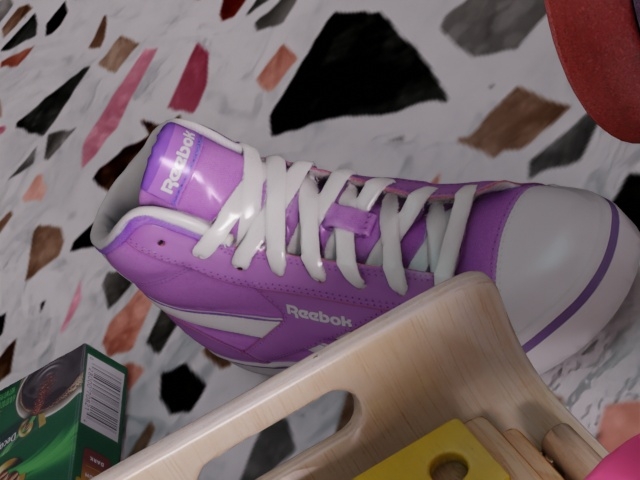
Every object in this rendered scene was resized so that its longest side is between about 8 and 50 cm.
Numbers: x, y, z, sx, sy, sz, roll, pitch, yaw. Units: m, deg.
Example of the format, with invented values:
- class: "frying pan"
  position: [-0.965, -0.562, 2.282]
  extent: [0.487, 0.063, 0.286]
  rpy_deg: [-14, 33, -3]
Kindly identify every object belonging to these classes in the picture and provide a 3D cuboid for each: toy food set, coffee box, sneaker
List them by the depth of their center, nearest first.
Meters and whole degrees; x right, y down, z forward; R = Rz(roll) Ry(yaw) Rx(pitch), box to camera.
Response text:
- class: "toy food set"
  position: [0.049, 0.146, 0.476]
  extent: [0.220, 0.092, 0.306]
  rpy_deg: [-29, 45, -13]
- class: "sneaker"
  position: [0.000, 0.001, 0.699]
  extent: [0.282, 0.161, 0.102]
  rpy_deg: [-10, 52, 41]
- class: "coffee box"
  position: [-0.167, 0.159, 0.844]
  extent: [0.113, 0.040, 0.184]
  rpy_deg: [-28, 42, 29]

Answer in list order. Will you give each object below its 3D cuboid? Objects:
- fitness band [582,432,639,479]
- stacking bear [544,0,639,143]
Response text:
- class: "fitness band"
  position: [0.153, 0.148, 0.368]
  extent: [0.209, 0.054, 0.291]
  rpy_deg: [2, 36, 7]
- class: "stacking bear"
  position: [0.245, -0.124, 0.551]
  extent: [0.289, 0.175, 0.164]
  rpy_deg: [-2, 56, 38]
